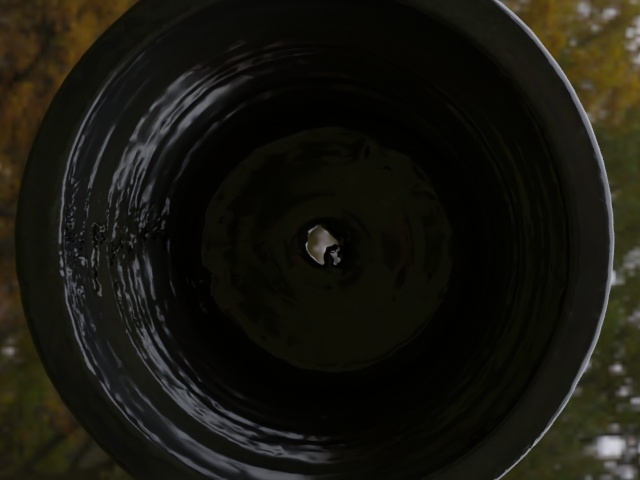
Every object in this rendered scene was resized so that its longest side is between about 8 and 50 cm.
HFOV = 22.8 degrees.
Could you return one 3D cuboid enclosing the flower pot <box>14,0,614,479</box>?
[{"bbox_3d":[0.000,0.000,0.682,0.148,0.235,0.235,21,69,-87],"label":"flower pot"}]
